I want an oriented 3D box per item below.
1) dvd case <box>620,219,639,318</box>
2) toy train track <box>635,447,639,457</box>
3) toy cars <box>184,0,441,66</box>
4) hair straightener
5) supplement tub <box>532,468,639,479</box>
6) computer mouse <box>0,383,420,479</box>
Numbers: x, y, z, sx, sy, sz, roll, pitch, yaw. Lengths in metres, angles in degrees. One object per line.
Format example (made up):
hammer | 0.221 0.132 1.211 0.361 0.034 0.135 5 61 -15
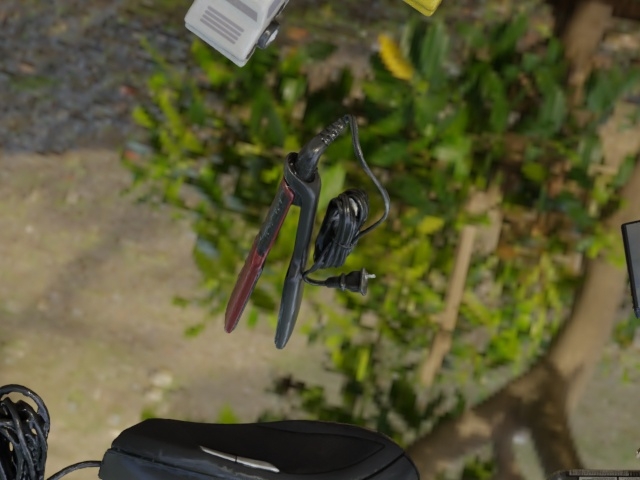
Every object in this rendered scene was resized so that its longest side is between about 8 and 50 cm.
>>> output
dvd case | 0.509 0.010 2.032 0.253 0.180 0.022 -13 125 13
toy train track | 0.421 0.252 2.084 0.014 0.048 0.083 41 141 18
toy cars | 0.032 -0.307 1.694 0.394 0.176 0.087 -14 -178 7
hair straightener | 0.000 0.000 1.120 0.089 0.047 0.230 20 136 -4
supplement tub | 0.300 0.291 1.649 0.190 0.117 0.117 -2 159 9
computer mouse | -0.077 0.179 0.966 0.262 0.060 0.184 7 131 0
